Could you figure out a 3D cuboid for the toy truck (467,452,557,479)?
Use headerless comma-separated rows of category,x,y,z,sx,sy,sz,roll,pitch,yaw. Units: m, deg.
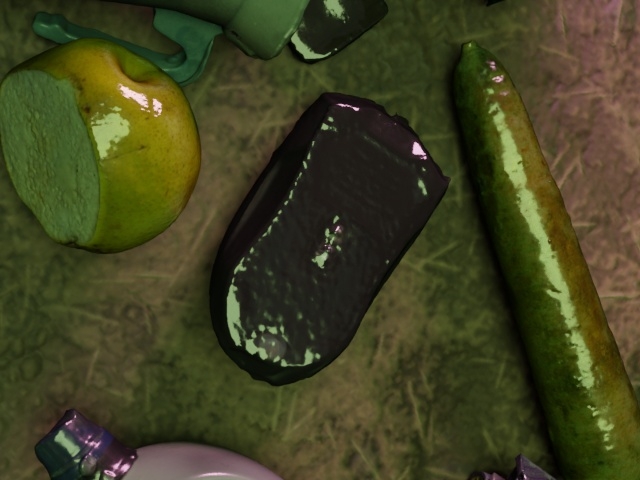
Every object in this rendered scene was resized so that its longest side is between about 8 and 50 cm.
toy truck,0.118,0.254,0.861,0.083,0.092,0.192,37,83,-15

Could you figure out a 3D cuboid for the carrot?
carrot,0.167,0.023,0.876,0.074,0.074,0.358,-20,96,-14

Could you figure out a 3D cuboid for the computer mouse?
computer mouse,0.000,0.000,0.827,0.122,0.073,0.217,37,76,-16

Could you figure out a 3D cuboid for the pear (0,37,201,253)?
pear,-0.135,-0.064,0.766,0.104,0.141,0.141,-19,98,-43

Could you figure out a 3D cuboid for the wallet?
wallet,-0.022,-0.205,0.839,0.082,0.018,0.156,-39,102,-11

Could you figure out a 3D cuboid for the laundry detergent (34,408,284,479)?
laundry detergent,-0.100,0.238,0.794,0.215,0.105,0.280,-44,104,-7

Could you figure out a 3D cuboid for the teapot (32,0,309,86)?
teapot,-0.119,-0.200,0.744,0.225,0.171,0.203,20,130,-15

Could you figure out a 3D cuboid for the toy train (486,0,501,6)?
toy train,0.121,-0.299,0.831,0.154,0.115,0.269,-37,102,-2
